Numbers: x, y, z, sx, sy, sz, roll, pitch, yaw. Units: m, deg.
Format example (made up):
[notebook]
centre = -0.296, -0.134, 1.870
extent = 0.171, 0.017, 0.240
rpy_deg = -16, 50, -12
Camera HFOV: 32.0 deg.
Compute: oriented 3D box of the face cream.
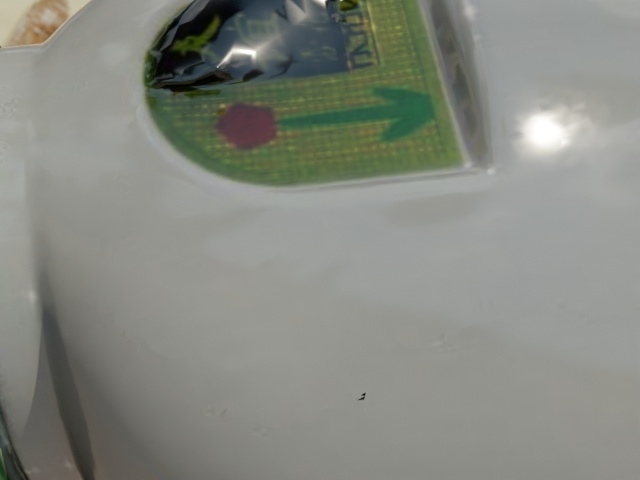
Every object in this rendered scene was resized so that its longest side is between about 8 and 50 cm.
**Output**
[face cream]
centre = 0.000, 0.000, 0.475
extent = 0.219, 0.357, 0.312
rpy_deg = 84, -3, -54
